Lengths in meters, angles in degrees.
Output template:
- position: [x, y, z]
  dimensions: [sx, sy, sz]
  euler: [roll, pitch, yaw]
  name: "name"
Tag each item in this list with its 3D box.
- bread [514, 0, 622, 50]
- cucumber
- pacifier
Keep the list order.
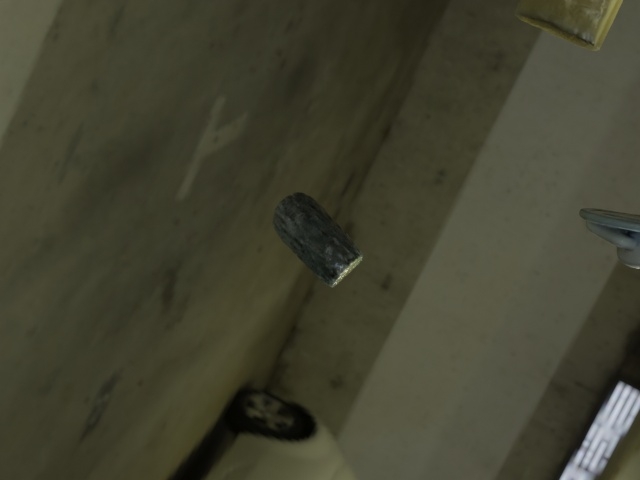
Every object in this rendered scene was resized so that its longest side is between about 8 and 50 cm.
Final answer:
- position: [0.376, -0.376, 1.737]
  dimensions: [0.178, 0.139, 0.060]
  euler: [-66, 169, 1]
  name: "bread"
- position: [-0.001, -0.001, 1.356]
  dimensions: [0.064, 0.112, 0.064]
  euler: [-36, 155, -20]
  name: "cucumber"
- position: [0.499, -0.062, 1.725]
  dimensions: [0.227, 0.279, 0.207]
  euler: [28, -71, 58]
  name: "pacifier"
